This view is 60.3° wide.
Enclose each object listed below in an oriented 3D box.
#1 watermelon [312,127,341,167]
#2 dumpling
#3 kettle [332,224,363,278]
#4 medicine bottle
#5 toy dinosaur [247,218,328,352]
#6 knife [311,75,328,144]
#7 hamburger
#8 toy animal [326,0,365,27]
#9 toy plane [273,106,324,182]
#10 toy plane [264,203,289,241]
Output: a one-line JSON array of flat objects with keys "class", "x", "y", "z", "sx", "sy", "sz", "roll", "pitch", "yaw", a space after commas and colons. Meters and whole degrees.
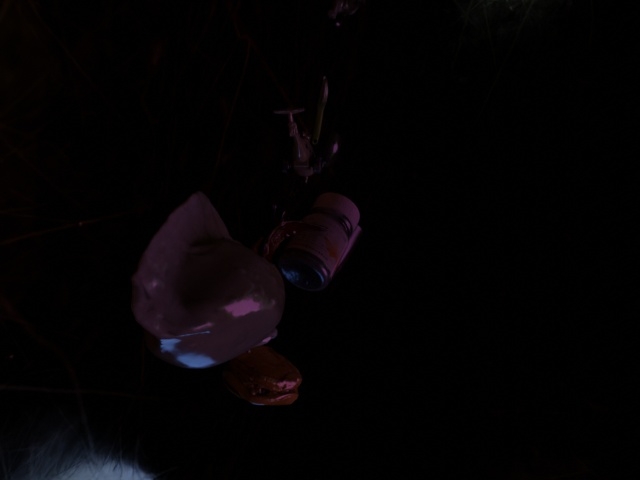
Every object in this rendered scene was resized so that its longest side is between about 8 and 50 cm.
[{"class": "watermelon", "x": 0.016, "y": -0.242, "z": 1.454, "sx": 0.078, "sy": 0.078, "sz": 0.111, "roll": -53, "pitch": 163, "yaw": -55}, {"class": "dumpling", "x": -0.154, "y": 0.084, "z": 0.887, "sx": 0.321, "sy": 0.211, "sz": 0.270, "roll": 115, "pitch": -2, "yaw": -66}, {"class": "kettle", "x": 0.030, "y": 0.036, "z": 2.016, "sx": 0.232, "sy": 0.144, "sz": 0.202, "roll": -58, "pitch": -162, "yaw": -17}, {"class": "medicine bottle", "x": 0.000, "y": 0.000, "z": 1.628, "sx": 0.165, "sy": 0.165, "sz": 0.273, "roll": 98, "pitch": 18, "yaw": -54}, {"class": "toy dinosaur", "x": -0.107, "y": 0.075, "z": 1.278, "sx": 0.327, "sy": 0.112, "sz": 0.207, "roll": -41, "pitch": 151, "yaw": -48}, {"class": "knife", "x": -0.002, "y": -0.316, "z": 1.360, "sx": 0.026, "sy": 0.022, "sz": 0.184, "roll": -95, "pitch": -167, "yaw": -48}, {"class": "hamburger", "x": -0.155, "y": 0.355, "z": 1.459, "sx": 0.213, "sy": 0.213, "sz": 0.108, "roll": -2, "pitch": 110, "yaw": -79}, {"class": "toy animal", "x": 0.075, "y": -0.547, "z": 1.147, "sx": 0.176, "sy": 0.073, "sz": 0.217, "roll": -89, "pitch": -157, "yaw": -77}, {"class": "toy plane", "x": -0.045, "y": -0.207, "z": 1.205, "sx": 0.286, "sy": 0.091, "sz": 0.108, "roll": 49, "pitch": 42, "yaw": -79}, {"class": "toy plane", "x": -0.112, "y": -0.027, "z": 1.351, "sx": 0.060, "sy": 0.037, "sz": 0.145, "roll": -40, "pitch": 149, "yaw": -61}]
